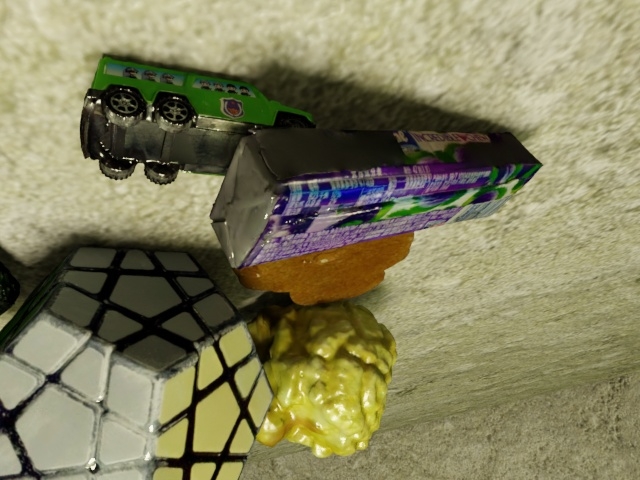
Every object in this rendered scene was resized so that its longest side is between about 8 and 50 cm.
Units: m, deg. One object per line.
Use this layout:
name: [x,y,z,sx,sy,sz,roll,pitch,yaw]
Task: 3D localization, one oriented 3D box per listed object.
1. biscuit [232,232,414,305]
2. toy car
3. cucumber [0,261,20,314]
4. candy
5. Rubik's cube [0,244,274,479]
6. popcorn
biscuit: [0.000,0.000,0.584,0.208,0.041,0.290,-13,150,0]
toy car: [-0.086,-0.083,0.383,0.164,0.063,0.071,3,149,-24]
cucumber: [-0.335,0.003,0.451,0.052,0.058,0.215,21,150,11]
candy: [0.064,-0.045,0.430,0.312,0.061,0.088,-10,151,-39]
Rubik's cube: [-0.211,0.161,0.561,0.264,0.319,0.319,-30,159,-24]
popcorn: [-0.026,0.180,0.729,0.251,0.237,0.206,11,107,5]
